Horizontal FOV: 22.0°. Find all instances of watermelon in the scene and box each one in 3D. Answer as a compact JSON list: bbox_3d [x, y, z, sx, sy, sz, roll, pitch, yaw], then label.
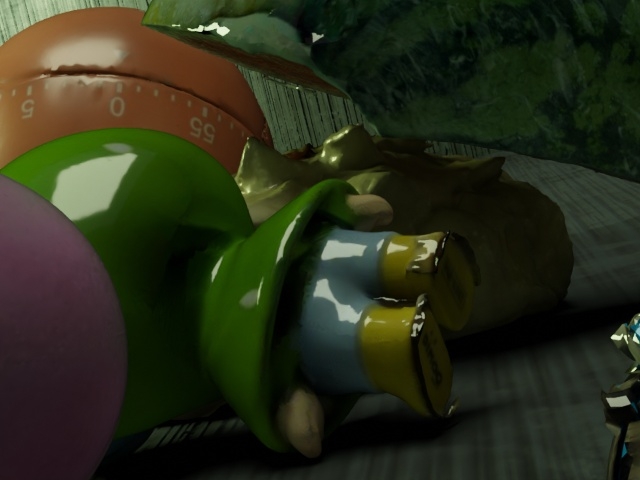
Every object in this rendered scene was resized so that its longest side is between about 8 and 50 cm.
[{"bbox_3d":[0.067,-0.117,0.874,0.305,0.180,0.224,23,56,34],"label":"watermelon"}]

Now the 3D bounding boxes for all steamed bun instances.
[{"bbox_3d":[0.000,0.000,0.937,0.295,0.137,0.292,-18,5,-31],"label":"steamed bun"}]

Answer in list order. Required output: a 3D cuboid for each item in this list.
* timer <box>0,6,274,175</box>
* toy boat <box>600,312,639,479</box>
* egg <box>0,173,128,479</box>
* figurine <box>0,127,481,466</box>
[{"bbox_3d":[-0.144,-0.038,1.131,0.230,0.215,0.229,-2,-26,-1],"label":"timer"},{"bbox_3d":[0.116,0.047,0.472,0.084,0.066,0.210,-50,-7,32],"label":"toy boat"},{"bbox_3d":[-0.201,0.048,0.532,0.271,0.196,0.196,-22,7,-17],"label":"egg"},{"bbox_3d":[-0.062,0.027,0.727,0.263,0.162,0.143,1,-31,29],"label":"figurine"}]
